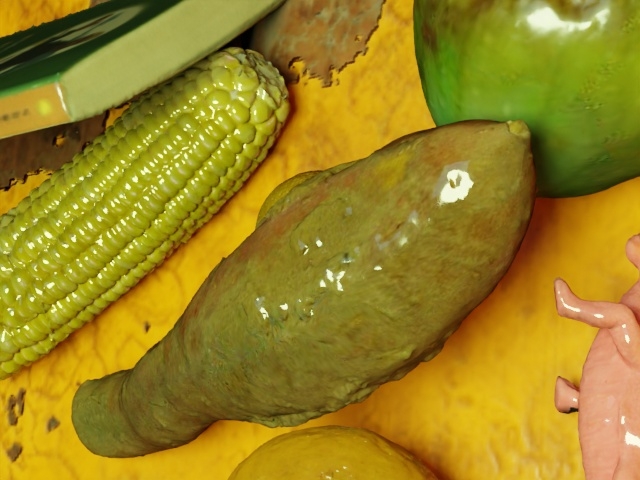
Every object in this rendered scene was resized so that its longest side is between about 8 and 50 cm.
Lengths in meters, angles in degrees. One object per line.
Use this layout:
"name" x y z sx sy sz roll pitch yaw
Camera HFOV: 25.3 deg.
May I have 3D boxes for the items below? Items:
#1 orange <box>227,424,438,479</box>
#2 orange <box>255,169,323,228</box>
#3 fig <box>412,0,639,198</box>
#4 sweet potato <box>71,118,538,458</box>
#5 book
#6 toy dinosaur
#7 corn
"orange" 0.008 0.159 0.734 0.136 0.117 0.135 4 113 9
"orange" 0.000 0.000 0.822 0.085 0.085 0.085 -12 67 30
"fig" 0.134 -0.108 0.720 0.181 0.181 0.191 58 136 33
"sweet potato" -0.026 0.050 0.753 0.385 0.109 0.109 -36 56 39
"book" -0.231 -0.095 0.921 0.371 0.260 0.043 -10 110 31
"toy dinosaur" 0.181 0.124 0.676 0.139 0.070 0.286 0 69 10
"corn" -0.139 -0.017 0.907 0.292 0.101 0.101 -39 56 12
